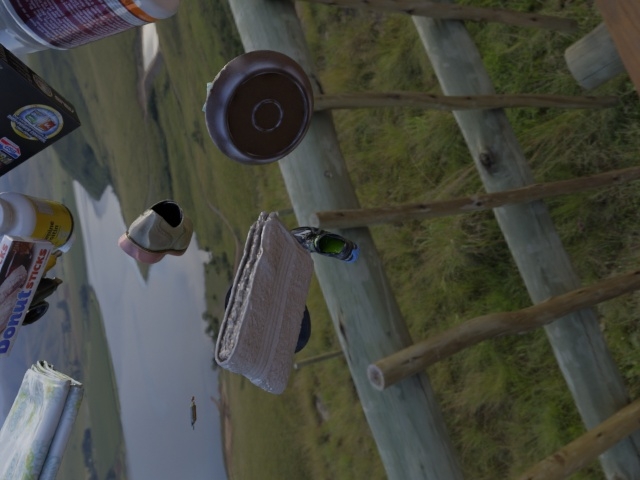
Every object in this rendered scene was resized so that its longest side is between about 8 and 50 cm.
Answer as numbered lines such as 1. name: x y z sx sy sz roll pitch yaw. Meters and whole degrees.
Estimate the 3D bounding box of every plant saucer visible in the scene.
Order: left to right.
1. plant saucer: -0.146 -0.335 1.252 0.050 0.311 0.310 48 137 46

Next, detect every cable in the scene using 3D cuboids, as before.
1. cable: -0.551 0.108 0.827 0.139 0.072 0.287 -60 2 12

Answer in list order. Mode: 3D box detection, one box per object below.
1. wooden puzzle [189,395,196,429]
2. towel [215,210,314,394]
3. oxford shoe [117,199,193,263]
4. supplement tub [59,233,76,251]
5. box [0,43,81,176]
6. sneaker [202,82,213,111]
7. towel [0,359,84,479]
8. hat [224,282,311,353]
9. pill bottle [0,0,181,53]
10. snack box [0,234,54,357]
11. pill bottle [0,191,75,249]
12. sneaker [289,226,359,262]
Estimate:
1. wooden puzzle: -0.330 0.449 1.232 0.049 0.006 0.083 164 103 -85
2. towel: -0.082 0.106 0.821 0.049 0.187 0.282 -5 57 26
3. oxford shoe: -0.429 -0.042 1.372 0.146 0.140 0.397 -52 8 9
4. supplement tub: -0.874 -0.015 1.566 0.071 0.107 0.071 -34 37 30
5. box: -0.578 -0.226 0.776 0.060 0.216 0.270 59 -179 25
6. sneaker: -0.304 -0.401 1.564 0.094 0.151 0.255 -95 2 -63
7. towel: -0.753 0.518 1.230 0.321 0.090 0.374 -4 68 47
8. hat: -0.203 0.286 1.598 0.331 0.134 0.331 8 114 17
9. pill bottle: -0.517 -0.538 1.000 0.392 0.224 0.224 -8 92 18
10. snack box: -0.431 0.079 0.651 0.022 0.064 0.178 25 93 20
11. pill bottle: -0.563 -0.035 0.896 0.184 0.103 0.103 27 -129 -83
12. sneaker: 0.000 0.000 1.098 0.188 0.078 0.067 15 79 31
